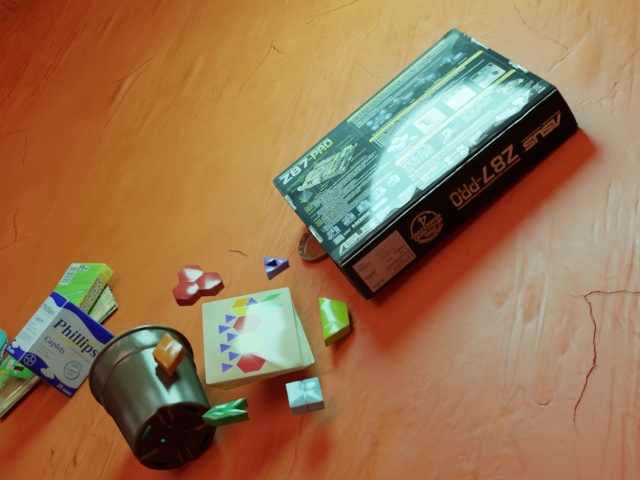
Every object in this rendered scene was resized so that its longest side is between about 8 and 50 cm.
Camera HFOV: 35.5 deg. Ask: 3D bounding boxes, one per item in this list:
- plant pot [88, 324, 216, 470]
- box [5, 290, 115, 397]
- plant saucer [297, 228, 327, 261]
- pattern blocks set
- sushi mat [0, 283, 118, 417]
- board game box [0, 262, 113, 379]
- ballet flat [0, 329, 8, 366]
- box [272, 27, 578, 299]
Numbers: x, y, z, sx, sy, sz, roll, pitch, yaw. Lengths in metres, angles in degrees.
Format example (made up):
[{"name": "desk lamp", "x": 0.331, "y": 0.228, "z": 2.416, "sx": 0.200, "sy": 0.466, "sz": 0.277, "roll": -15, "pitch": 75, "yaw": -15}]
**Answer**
[{"name": "plant pot", "x": -0.239, "y": 0.239, "z": 1.477, "sx": 0.167, "sy": 0.167, "sz": 0.165, "roll": -43, "pitch": 42, "yaw": 2}, {"name": "box", "x": -0.460, "y": 0.185, "z": 1.778, "sx": 0.072, "sy": 0.126, "sz": 0.137, "roll": 16, "pitch": 65, "yaw": 53}, {"name": "plant saucer", "x": 0.000, "y": 0.000, "z": 1.604, "sx": 0.083, "sy": 0.013, "sz": 0.084, "roll": -28, "pitch": 37, "yaw": 24}, {"name": "pattern blocks set", "x": -0.098, "y": 0.138, "z": 1.445, "sx": 0.285, "sy": 0.026, "sz": 0.325, "roll": -6, "pitch": 39, "yaw": 5}, {"name": "sushi mat", "x": -0.519, "y": 0.198, "z": 1.920, "sx": 0.316, "sy": 0.019, "sz": 0.151, "roll": -44, "pitch": 33, "yaw": -1}, {"name": "board game box", "x": -0.502, "y": 0.155, "z": 1.901, "sx": 0.124, "sy": 0.039, "sz": 0.259, "roll": -1, "pitch": 50, "yaw": 46}, {"name": "ballet flat", "x": -0.665, "y": 0.237, "z": 1.960, "sx": 0.079, "sy": 0.076, "sz": 0.221, "roll": -60, "pitch": 13, "yaw": 8}, {"name": "box", "x": 0.141, "y": -0.129, "z": 1.516, "sx": 0.395, "sy": 0.097, "sz": 0.318, "roll": -40, "pitch": 35, "yaw": 0}]
